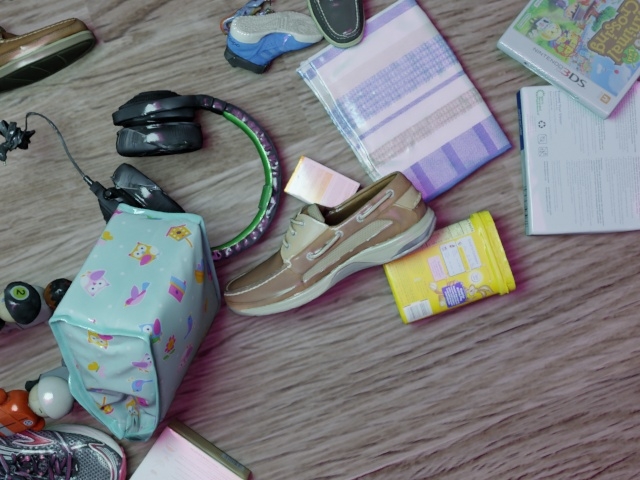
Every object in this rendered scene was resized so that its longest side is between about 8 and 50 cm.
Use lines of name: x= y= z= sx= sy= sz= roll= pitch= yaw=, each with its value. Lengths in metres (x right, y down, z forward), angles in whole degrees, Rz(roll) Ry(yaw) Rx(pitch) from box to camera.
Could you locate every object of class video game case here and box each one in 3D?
video game case: x=0.397 y=-0.311 z=1.304 sx=0.193 sy=0.023 sz=0.212 roll=37 pitch=81 yaw=9

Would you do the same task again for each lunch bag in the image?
lunch bag: x=-0.234 y=0.118 z=1.199 sx=0.160 sy=0.262 sz=0.223 roll=10 pitch=48 yaw=10

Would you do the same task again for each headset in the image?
headset: x=-0.247 y=-0.105 z=1.268 sx=0.394 sy=0.185 sz=0.243 roll=13 pitch=89 yaw=-9

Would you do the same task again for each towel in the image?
towel: x=0.124 y=-0.201 z=1.334 sx=0.209 sy=0.034 sz=0.285 roll=-34 pitch=89 yaw=1

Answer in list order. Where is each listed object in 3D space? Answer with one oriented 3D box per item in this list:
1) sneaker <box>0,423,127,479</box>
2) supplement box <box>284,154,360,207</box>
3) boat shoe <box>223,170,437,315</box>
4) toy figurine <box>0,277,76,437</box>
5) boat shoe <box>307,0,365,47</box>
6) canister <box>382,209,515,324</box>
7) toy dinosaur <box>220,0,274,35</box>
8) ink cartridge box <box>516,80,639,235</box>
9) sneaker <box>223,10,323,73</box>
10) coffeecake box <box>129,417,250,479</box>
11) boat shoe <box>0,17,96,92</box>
sneaker: x=-0.433 y=0.330 z=1.305 sx=0.299 sy=0.112 sz=0.120 roll=6 pitch=89 yaw=1
supplement box: x=0.003 y=-0.078 z=1.333 sx=0.098 sy=0.036 sz=0.062 roll=27 pitch=91 yaw=2
boat shoe: x=0.000 y=0.000 z=1.273 sx=0.325 sy=0.123 sz=0.116 roll=-27 pitch=110 yaw=5
toy figurine: x=-0.404 y=0.156 z=1.256 sx=0.148 sy=0.209 sz=0.213 roll=-22 pitch=88 yaw=13
boat shoe: x=0.009 y=-0.392 z=1.306 sx=0.080 sy=0.073 sz=0.223 roll=-14 pitch=78 yaw=5
canister: x=0.183 y=0.041 z=1.309 sx=0.170 sy=0.073 sz=0.126 roll=-19 pitch=88 yaw=3
toy dinosaur: x=-0.111 y=-0.341 z=1.351 sx=0.082 sy=0.047 sz=0.090 roll=-6 pitch=56 yaw=10
ink cartridge box: x=0.409 y=-0.122 z=1.317 sx=0.224 sy=0.045 sz=0.223 roll=-3 pitch=88 yaw=1
sneaker: x=-0.072 y=-0.292 z=1.335 sx=0.152 sy=0.084 sz=0.058 roll=-11 pitch=60 yaw=-30
coffeecake box: x=-0.215 y=0.383 z=1.318 sx=0.142 sy=0.068 sz=0.185 roll=35 pitch=90 yaw=2
boat shoe: x=-0.487 y=-0.271 z=1.315 sx=0.307 sy=0.111 sz=0.104 roll=-24 pitch=90 yaw=1
